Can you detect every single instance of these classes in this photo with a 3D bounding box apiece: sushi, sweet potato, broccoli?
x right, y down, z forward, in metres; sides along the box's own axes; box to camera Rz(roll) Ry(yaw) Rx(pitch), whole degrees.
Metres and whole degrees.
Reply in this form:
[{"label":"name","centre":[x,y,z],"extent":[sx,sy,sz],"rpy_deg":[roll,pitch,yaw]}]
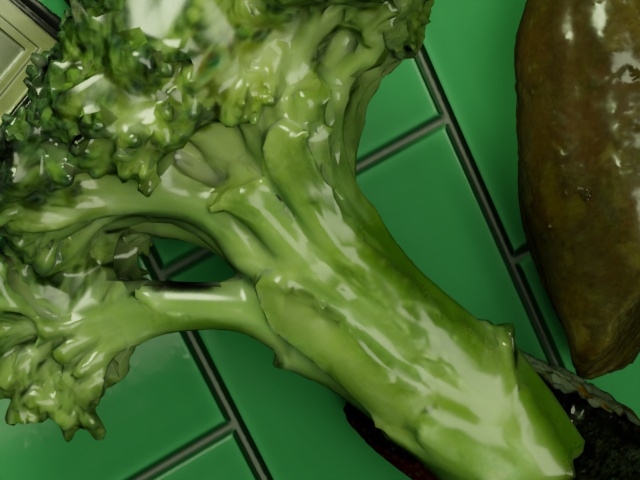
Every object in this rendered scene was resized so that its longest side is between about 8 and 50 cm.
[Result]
[{"label":"sushi","centre":[0.137,0.139,1.058],"extent":[0.225,0.136,0.126],"rpy_deg":[33,93,-25]},{"label":"sweet potato","centre":[0.210,-0.084,1.055],"extent":[0.158,0.158,0.369],"rpy_deg":[-8,88,-19]},{"label":"broccoli","centre":[0.006,-0.030,0.890],"extent":[0.397,0.275,0.353],"rpy_deg":[20,123,12]}]

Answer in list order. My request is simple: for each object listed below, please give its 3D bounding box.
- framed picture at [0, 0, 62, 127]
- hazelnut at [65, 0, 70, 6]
[{"label":"framed picture","centre":[-0.284,-0.114,0.942],"extent":[0.195,0.010,0.199],"rpy_deg":[41,82,-19]},{"label":"hazelnut","centre":[-0.141,-0.184,0.955],"extent":[0.086,0.086,0.086],"rpy_deg":[-2,97,-20]}]
